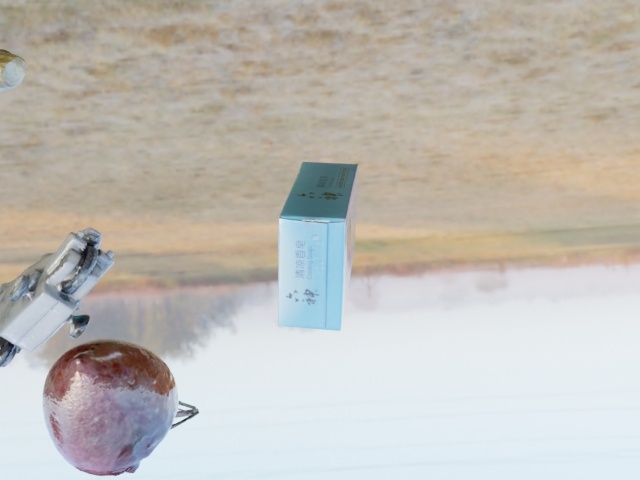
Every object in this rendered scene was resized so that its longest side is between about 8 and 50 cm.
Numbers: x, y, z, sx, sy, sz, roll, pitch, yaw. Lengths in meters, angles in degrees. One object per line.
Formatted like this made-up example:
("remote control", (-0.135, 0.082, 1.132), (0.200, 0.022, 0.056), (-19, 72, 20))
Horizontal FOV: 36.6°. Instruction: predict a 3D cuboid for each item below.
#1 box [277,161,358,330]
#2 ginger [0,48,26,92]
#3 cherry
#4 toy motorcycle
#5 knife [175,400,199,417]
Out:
("box", (0.000, 0.000, 1.215), (0.083, 0.142, 0.232), (2, -159, 4))
("ginger", (-0.527, -0.276, 1.577), (0.095, 0.069, 0.190), (-32, -162, -7))
("cherry", (-0.300, 0.225, 1.365), (0.192, 0.175, 0.249), (-33, 148, -11))
("toy motorcycle", (-0.398, 0.074, 1.385), (0.260, 0.110, 0.171), (-43, -151, 21))
("knife", (-0.377, 0.321, 1.843), (0.278, 0.053, 0.123), (11, 169, -32))
